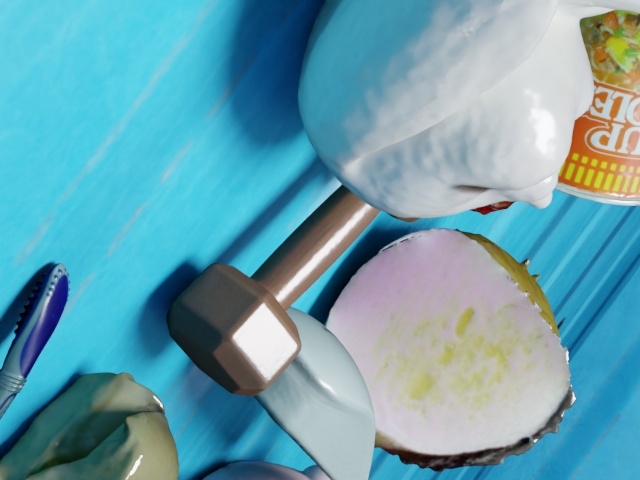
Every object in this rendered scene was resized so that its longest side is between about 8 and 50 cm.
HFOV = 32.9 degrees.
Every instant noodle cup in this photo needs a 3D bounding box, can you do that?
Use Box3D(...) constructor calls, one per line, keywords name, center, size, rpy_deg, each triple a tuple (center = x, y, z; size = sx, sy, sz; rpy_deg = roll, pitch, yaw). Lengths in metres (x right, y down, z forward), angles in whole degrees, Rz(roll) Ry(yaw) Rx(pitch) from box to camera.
Box3D(name="instant noodle cup", center=(0.259, -0.168, 0.932), size=(0.193, 0.193, 0.212), rpy_deg=(-30, 141, -47))

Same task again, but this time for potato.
Box3D(name="potato", center=(0.122, 0.099, 1.034), size=(0.229, 0.229, 0.266), rpy_deg=(-55, 174, 2))

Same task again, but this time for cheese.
Box3D(name="cheese", center=(-0.164, 0.172, 0.651), size=(0.202, 0.091, 0.175), rpy_deg=(-51, 159, -13))

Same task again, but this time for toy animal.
Box3D(name="toy animal", center=(0.096, -0.134, 0.621), size=(0.265, 0.206, 0.272), rpy_deg=(-50, -177, 28))

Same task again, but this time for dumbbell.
Box3D(name="dumbbell", center=(0.000, 0.000, 0.730), size=(0.231, 0.082, 0.092), rpy_deg=(-46, -178, -21))

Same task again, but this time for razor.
Box3D(name="razor", center=(-0.174, 0.080, 0.571), size=(0.155, 0.028, 0.044), rpy_deg=(-54, 159, 0))

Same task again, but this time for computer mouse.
Box3D(name="computer mouse", center=(-0.008, 0.121, 0.846), size=(0.079, 0.128, 0.231), rpy_deg=(-38, 153, -10))

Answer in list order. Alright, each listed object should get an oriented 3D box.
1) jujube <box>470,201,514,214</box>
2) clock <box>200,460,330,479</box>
Box3D(name="jujube", center=(0.120, -0.073, 0.862), size=(0.104, 0.104, 0.166), rpy_deg=(-57, 159, 7))
Box3D(name="clock", center=(-0.064, 0.360, 0.928), size=(0.368, 0.250, 0.377), rpy_deg=(-50, 159, -10))
